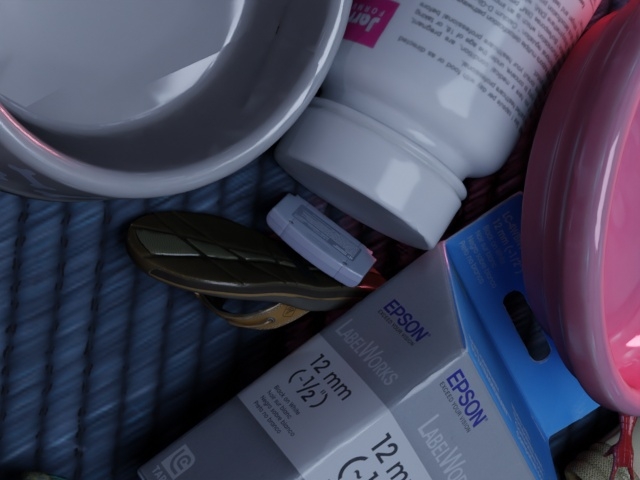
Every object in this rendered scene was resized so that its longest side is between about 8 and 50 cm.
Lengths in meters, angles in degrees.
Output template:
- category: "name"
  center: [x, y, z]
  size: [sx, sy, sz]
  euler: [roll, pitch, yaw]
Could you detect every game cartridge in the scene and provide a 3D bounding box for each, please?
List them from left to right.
- category: "game cartridge"
  center: [0.000, 0.000, 1.268]
  size: [0.083, 0.056, 0.017]
  euler: [38, 111, 3]

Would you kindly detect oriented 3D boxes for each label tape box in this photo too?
- category: "label tape box"
  center: [0.076, 0.166, 1.284]
  size: [0.348, 0.115, 0.249]
  euler: [-35, 130, -6]

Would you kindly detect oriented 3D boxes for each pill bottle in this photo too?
- category: "pill bottle"
  center: [0.095, -0.146, 1.249]
  size: [0.160, 0.160, 0.283]
  euler: [36, 81, -35]

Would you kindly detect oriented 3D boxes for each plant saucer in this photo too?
- category: "plant saucer"
  center: [0.240, -0.039, 1.285]
  size: [0.332, 0.084, 0.332]
  euler: [-27, 123, -50]

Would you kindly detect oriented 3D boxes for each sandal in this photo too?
- category: "sandal"
  center: [-0.046, 0.031, 1.262]
  size: [0.219, 0.090, 0.060]
  euler: [8, 119, -42]

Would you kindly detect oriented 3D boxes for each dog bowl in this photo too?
- category: "dog bowl"
  center: [-0.126, -0.185, 1.129]
  size: [0.349, 0.102, 0.348]
  euler: [-10, 108, -32]

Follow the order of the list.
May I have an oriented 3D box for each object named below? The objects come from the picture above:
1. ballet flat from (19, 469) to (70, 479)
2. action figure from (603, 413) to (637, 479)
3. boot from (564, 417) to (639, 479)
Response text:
- category: "ballet flat"
  center: [-0.276, 0.293, 1.156]
  size: [0.348, 0.123, 0.123]
  euler: [-46, 122, -15]
- category: "action figure"
  center: [0.333, 0.129, 1.412]
  size: [0.091, 0.280, 0.139]
  euler: [15, 73, -59]
- category: "boot"
  center: [0.338, 0.231, 1.545]
  size: [0.203, 0.095, 0.262]
  euler: [-43, 119, -18]
